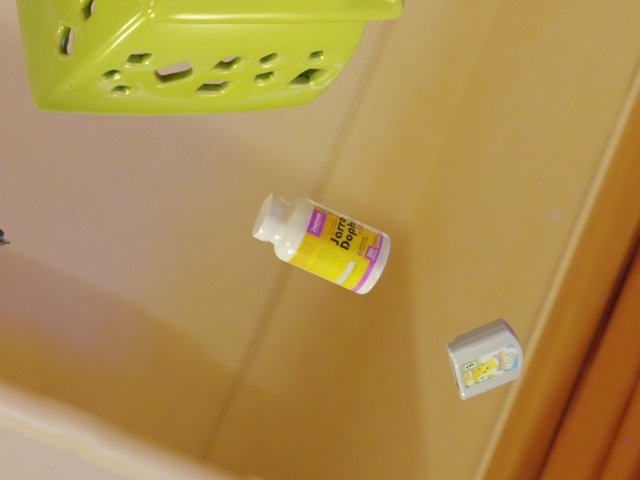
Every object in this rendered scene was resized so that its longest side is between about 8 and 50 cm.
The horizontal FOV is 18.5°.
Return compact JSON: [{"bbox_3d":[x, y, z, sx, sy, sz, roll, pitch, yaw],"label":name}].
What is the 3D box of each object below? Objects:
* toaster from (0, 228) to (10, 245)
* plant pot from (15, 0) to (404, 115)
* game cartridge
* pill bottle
[{"bbox_3d":[-0.261,0.003,0.873,0.110,0.168,0.185,4,143,37],"label":"toaster"},{"bbox_3d":[-0.074,-0.222,1.349,0.227,0.228,0.207,-4,169,-29],"label":"plant pot"},{"bbox_3d":[0.127,0.091,1.501,0.017,0.056,0.083,62,176,32],"label":"game cartridge"},{"bbox_3d":[0.000,0.000,1.264,0.083,0.043,0.043,23,174,-12],"label":"pill bottle"}]
